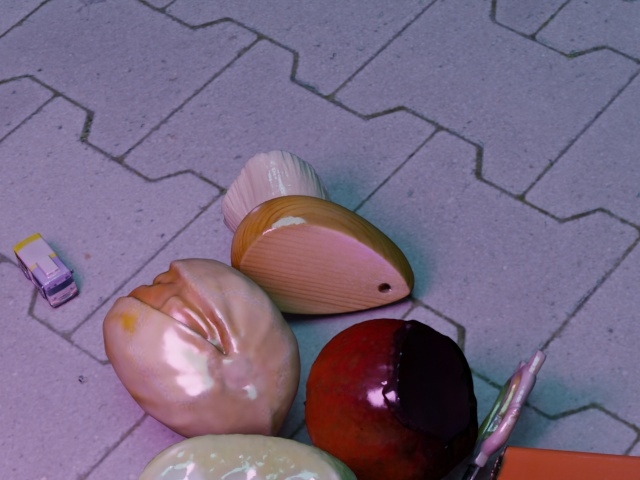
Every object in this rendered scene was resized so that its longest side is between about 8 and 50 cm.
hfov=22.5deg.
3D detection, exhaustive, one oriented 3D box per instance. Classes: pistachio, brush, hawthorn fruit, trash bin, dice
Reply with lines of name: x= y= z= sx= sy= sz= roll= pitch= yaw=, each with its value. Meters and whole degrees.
pistachio: x=-0.151 y=0.147 z=2.070 sx=0.230 sy=0.230 sz=0.309 roll=-34 pitch=38 yaw=-20
brush: x=0.000 y=0.000 z=2.217 sx=0.266 sy=0.174 sz=0.166 roll=16 pitch=35 yaw=-17
hawthorn fruit: x=0.074 y=0.207 z=2.000 sx=0.249 sy=0.215 sz=0.215 roll=-5 pitch=46 yaw=32
trash bin: x=0.317 y=0.343 z=1.891 sx=0.238 sy=0.161 sz=0.184 roll=6 pitch=50 yaw=22
dice: x=-0.083 y=0.387 z=1.834 sx=0.251 sy=0.250 sz=0.254 roll=0 pitch=51 yaw=8

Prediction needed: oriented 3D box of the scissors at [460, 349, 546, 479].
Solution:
scissors: x=0.192 y=0.280 z=1.984 sx=0.024 sy=0.160 sz=0.318 roll=31 pitch=76 yaw=0

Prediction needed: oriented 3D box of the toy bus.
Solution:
toy bus: x=-0.392 y=0.041 z=2.291 sx=0.052 sy=0.058 sz=0.102 roll=-32 pitch=53 yaw=-18
